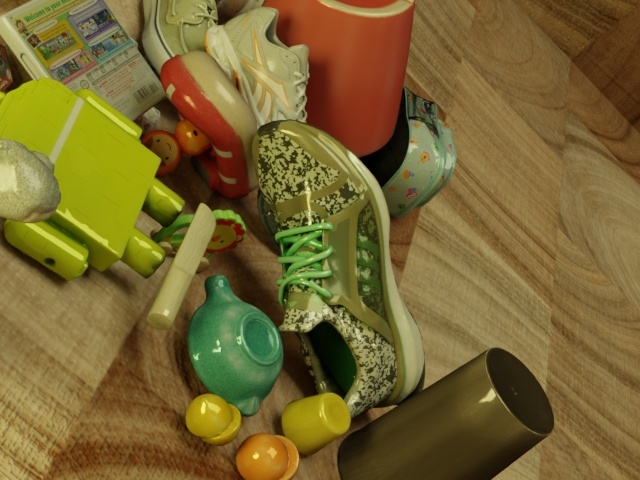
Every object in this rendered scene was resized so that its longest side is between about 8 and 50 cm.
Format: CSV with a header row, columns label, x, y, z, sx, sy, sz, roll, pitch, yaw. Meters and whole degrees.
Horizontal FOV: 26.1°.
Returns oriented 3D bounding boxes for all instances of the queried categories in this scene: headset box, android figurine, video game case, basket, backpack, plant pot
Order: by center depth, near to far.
label,x,y,z,sx,sy,sz,roll,pitch,yaw
android figurine,-0.283,-0.076,1.576,0.273,0.056,0.248,35,45,-23
headset box,-0.407,-0.213,1.647,0.083,0.032,0.062,21,38,-42
basket,0.167,0.246,1.727,0.204,0.227,0.154,5,51,-56
video game case,-0.296,-0.226,1.741,0.193,0.023,0.212,55,30,-10
plant pot,0.015,-0.298,2.071,0.275,0.243,0.275,11,43,-10
backpack,0.132,-0.130,2.226,0.144,0.166,0.188,31,35,-23

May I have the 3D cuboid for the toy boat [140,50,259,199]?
label,x,y,z,sx,sy,sz,roll,pitch,yaw
toy boat,-0.171,-0.136,1.801,0.151,0.151,0.231,54,-15,28

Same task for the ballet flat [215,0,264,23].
label,x,y,z,sx,sy,sz,roll,pitch,yaw
ballet flat,-0.136,-0.418,2.256,0.106,0.107,0.316,46,27,-25

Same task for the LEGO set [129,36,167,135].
label,x,y,z,sx,sy,sz,roll,pitch,yaw
LEGO set,-0.275,-0.229,1.849,0.182,0.060,0.244,35,30,-20

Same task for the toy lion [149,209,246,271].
label,x,y,z,sx,sy,sz,roll,pitch,yaw
toy lion,-0.146,-0.007,1.714,0.100,0.096,0.034,23,37,-42

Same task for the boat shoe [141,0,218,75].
label,x,y,z,sx,sy,sz,roll,pitch,yaw
boat shoe,-0.195,-0.311,1.993,0.109,0.094,0.302,33,24,-35

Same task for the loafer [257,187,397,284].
label,x,y,z,sx,sy,sz,roll,pitch,yaw
loafer,0.000,0.000,1.963,0.267,0.096,0.084,44,7,-27

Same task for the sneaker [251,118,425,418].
label,x,y,z,sx,sy,sz,roll,pitch,yaw
sneaker,0.005,0.048,1.724,0.182,0.158,0.410,-35,105,-57

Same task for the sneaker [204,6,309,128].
label,x,y,z,sx,sy,sz,roll,pitch,yaw
sneaker,-0.053,-0.203,1.879,0.262,0.121,0.099,61,11,7

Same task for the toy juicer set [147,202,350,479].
label,x,y,z,sx,sy,sz,roll,pitch,yaw
toy juicer set,-0.116,0.143,1.594,0.329,0.089,0.209,56,39,-6

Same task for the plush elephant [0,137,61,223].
label,x,y,z,sx,sy,sz,roll,pitch,yaw
plush elephant,-0.366,-0.051,1.284,0.272,0.330,0.255,62,6,20
